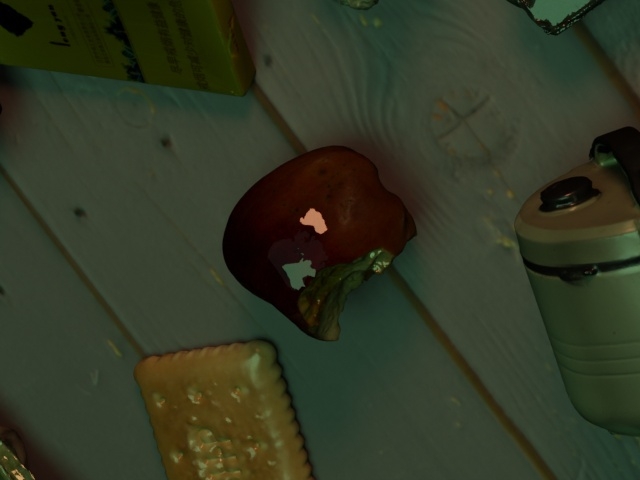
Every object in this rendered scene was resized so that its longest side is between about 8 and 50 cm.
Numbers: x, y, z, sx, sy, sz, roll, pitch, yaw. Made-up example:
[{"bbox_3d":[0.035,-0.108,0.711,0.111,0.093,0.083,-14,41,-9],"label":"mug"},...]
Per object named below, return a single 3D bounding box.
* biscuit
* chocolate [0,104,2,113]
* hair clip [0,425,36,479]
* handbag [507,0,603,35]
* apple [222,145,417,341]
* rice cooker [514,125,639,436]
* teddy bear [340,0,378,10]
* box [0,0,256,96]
[{"bbox_3d":[-0.085,0.223,1.883,0.160,0.030,0.250,-9,104,24],"label":"biscuit"},{"bbox_3d":[-0.390,-0.125,1.828,0.156,0.156,0.133,65,158,-9],"label":"chocolate"},{"bbox_3d":[-0.313,0.280,1.963,0.321,0.091,0.138,51,126,11],"label":"hair clip"},{"bbox_3d":[0.214,-0.330,1.549,0.260,0.079,0.247,-34,92,30],"label":"handbag"},{"bbox_3d":[-0.003,-0.007,1.708,0.147,0.156,0.158,37,88,5],"label":"apple"},{"bbox_3d":[0.282,0.024,1.569,0.226,0.226,0.244,-15,107,25],"label":"rice cooker"},{"bbox_3d":[0.027,-0.298,1.629,0.133,0.111,0.213,-48,60,22],"label":"teddy bear"},{"bbox_3d":[-0.206,-0.204,1.730,0.279,0.041,0.153,10,150,18],"label":"box"}]
